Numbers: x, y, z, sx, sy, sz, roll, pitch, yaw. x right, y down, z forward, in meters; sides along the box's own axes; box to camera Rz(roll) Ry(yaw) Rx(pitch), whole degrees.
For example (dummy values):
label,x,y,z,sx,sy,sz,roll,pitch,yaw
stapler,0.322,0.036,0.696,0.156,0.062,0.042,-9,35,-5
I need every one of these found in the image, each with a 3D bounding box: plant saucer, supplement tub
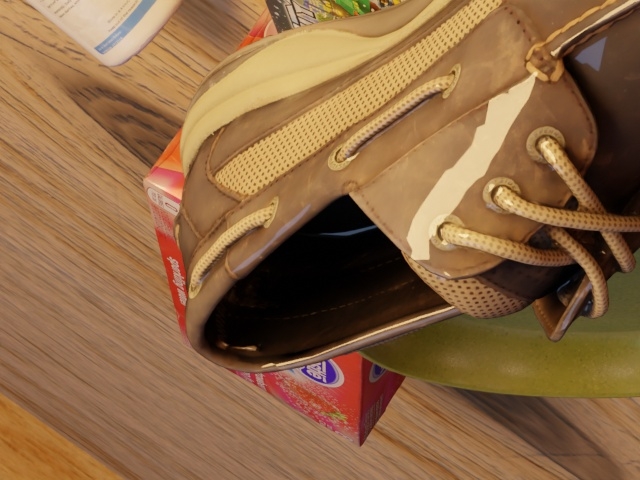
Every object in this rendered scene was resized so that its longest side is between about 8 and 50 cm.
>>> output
label,x,y,z,sx,sy,sz,roll,pitch,yaw
plant saucer,0.131,0.024,0.832,0.241,0.037,0.241,0,161,0
supplement tub,-0.121,-0.143,0.918,0.107,0.071,0.071,40,161,-19

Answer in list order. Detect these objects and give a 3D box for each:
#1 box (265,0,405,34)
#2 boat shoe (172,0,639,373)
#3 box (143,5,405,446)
label,x,y,z,sx,sy,sz,roll,pitch,yaw
box,0.041,-0.113,0.758,0.159,0.044,0.233,25,160,24
boat shoe,0.077,-0.028,0.652,0.132,0.130,0.355,26,149,-30
box,0.000,0.000,0.996,0.128,0.122,0.257,29,162,11
